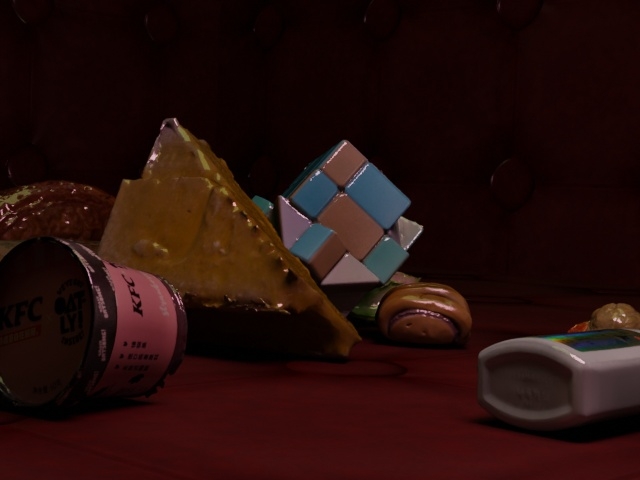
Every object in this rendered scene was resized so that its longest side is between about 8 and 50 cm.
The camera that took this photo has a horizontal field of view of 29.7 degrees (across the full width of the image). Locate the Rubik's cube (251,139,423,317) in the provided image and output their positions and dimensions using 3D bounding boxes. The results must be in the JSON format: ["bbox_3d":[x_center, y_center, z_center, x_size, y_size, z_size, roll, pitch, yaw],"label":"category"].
[{"bbox_3d":[0.000,0.000,1.710,0.224,0.213,0.265,42,-15,-5],"label":"Rubik's cube"}]

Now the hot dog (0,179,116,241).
[{"bbox_3d":[-0.447,0.018,1.833,0.387,0.174,0.267,-1,-20,-45],"label":"hot dog"}]

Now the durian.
[{"bbox_3d":[0.049,0.079,1.874,0.215,0.100,0.086,8,-3,-14],"label":"durian"}]

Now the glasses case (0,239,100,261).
[{"bbox_3d":[-0.395,0.061,1.629,0.425,0.098,0.156,0,29,-42],"label":"glasses case"}]

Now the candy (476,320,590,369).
[{"bbox_3d":[0.271,0.135,1.451,0.200,0.061,0.060,-8,7,-28],"label":"candy"}]

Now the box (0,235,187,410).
[{"bbox_3d":[-0.207,0.080,1.085,0.151,0.151,0.135,4,-7,37],"label":"box"}]

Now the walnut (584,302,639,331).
[{"bbox_3d":[0.348,0.115,1.412,0.092,0.092,0.092,2,2,0],"label":"walnut"}]

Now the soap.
[{"bbox_3d":[-0.087,-0.018,1.529,0.338,0.305,0.169,3,-27,28],"label":"soap"}]

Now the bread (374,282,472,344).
[{"bbox_3d":[0.144,0.100,1.691,0.134,0.081,0.225,1,3,1],"label":"bread"}]

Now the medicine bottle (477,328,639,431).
[{"bbox_3d":[0.256,0.124,1.111,0.121,0.083,0.228,1,-1,45],"label":"medicine bottle"}]
